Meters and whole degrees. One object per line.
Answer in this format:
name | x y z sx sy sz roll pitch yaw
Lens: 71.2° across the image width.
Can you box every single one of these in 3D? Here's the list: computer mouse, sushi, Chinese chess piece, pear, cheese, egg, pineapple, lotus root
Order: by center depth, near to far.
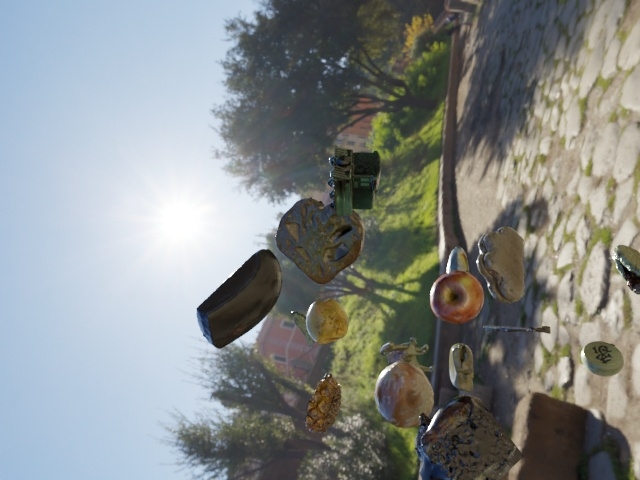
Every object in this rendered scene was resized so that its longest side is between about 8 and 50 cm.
computer mouse | -0.177 0.149 1.102 0.269 0.100 0.170 -46 -30 -30
sushi | 0.349 0.517 1.131 0.227 0.212 0.215 -38 -16 3
egg | 0.270 0.497 1.447 0.195 0.194 0.233 -67 -37 -49
pineapple | 0.021 0.578 1.564 0.225 0.076 0.225 -36 -48 -52
pear | 0.024 0.310 1.736 0.178 0.177 0.178 10 -90 -80
Chinese chess piece | 1.108 0.464 1.758 0.144 0.144 0.059 -68 -29 -49
lotus root | 0.000 0.000 1.915 0.111 0.390 0.375 -45 -49 -68
cheese | 0.622 0.548 1.978 0.175 0.090 0.203 -67 -27 -73

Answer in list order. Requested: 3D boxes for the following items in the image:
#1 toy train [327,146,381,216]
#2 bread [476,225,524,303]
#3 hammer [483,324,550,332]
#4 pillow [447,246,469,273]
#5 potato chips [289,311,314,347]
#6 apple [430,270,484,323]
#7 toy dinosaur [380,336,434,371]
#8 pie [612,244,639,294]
toy train | 0.118 -0.195 1.565 0.330 0.178 0.139 78 -166 -67
bread | 0.690 0.072 1.716 0.102 0.183 0.338 -38 27 49
hammer | 0.711 0.326 1.650 0.297 0.125 0.027 156 121 -65
pillow | 0.522 0.139 1.678 0.214 0.086 0.234 -65 -38 -54
potato chips | -0.065 0.400 1.995 0.028 0.091 0.208 -42 -68 -43
apple | 0.412 0.170 1.347 0.139 0.163 0.164 23 -104 -61
toy dinosaur | 0.332 0.439 1.711 0.077 0.162 0.294 -86 -26 -45
pie | 1.396 0.128 1.959 0.105 0.274 0.257 -46 43 42
